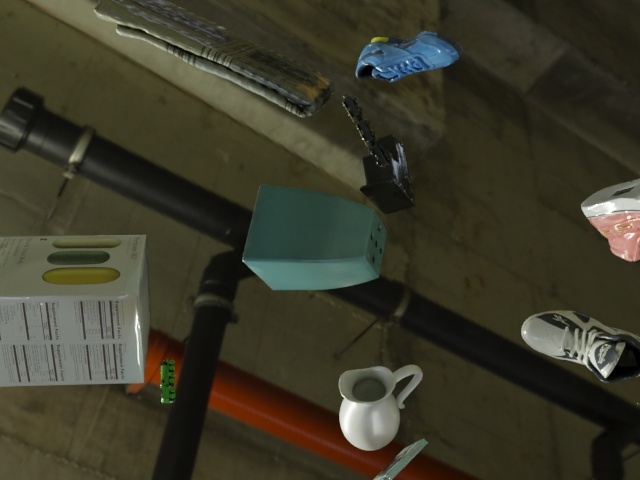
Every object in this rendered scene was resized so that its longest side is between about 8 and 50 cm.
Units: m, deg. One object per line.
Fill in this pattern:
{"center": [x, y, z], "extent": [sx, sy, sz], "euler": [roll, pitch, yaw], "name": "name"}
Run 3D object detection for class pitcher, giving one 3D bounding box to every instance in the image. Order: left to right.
{"center": [0.126, 0.337, 1.696], "extent": [0.177, 0.207, 0.125], "euler": [-14, -132, -9], "name": "pitcher"}

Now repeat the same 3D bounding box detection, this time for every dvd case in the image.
{"center": [0.127, 0.363, 1.340], "extent": [0.087, 0.119, 0.013], "euler": [-40, -99, -20], "name": "dvd case"}

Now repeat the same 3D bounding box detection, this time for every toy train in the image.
{"center": [-0.245, 0.225, 1.318], "extent": [0.023, 0.017, 0.083], "euler": [0, -136, -13], "name": "toy train"}
{"center": [0.081, -0.192, 1.445], "extent": [0.158, 0.027, 0.036], "euler": [63, -169, 19], "name": "toy train"}

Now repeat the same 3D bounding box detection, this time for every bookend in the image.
{"center": [0.129, -0.156, 1.717], "extent": [0.157, 0.072, 0.156], "euler": [35, -138, -62], "name": "bookend"}

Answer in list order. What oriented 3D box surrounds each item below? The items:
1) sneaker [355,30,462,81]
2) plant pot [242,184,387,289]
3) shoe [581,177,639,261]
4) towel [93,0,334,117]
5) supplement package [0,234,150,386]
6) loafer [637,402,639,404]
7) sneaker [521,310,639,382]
{"center": [0.141, -0.292, 1.356], "extent": [0.069, 0.209, 0.082], "euler": [45, -111, -36], "name": "sneaker"}
{"center": [0.000, 0.000, 1.611], "extent": [0.166, 0.234, 0.166], "euler": [51, -134, -58], "name": "plant pot"}
{"center": [0.379, -0.027, 0.942], "extent": [0.063, 0.178, 0.081], "euler": [-37, -83, -17], "name": "shoe"}
{"center": [-0.140, -0.264, 1.190], "extent": [0.324, 0.056, 0.312], "euler": [26, -163, -2], "name": "towel"}
{"center": [-0.444, 0.121, 1.467], "extent": [0.262, 0.198, 0.199], "euler": [0, -149, -7], "name": "supplement package"}
{"center": [0.466, 0.280, 0.887], "extent": [0.133, 0.130, 0.366], "euler": [-17, -98, -33], "name": "loafer"}
{"center": [0.474, 0.186, 1.446], "extent": [0.235, 0.094, 0.153], "euler": [21, -177, 11], "name": "sneaker"}
